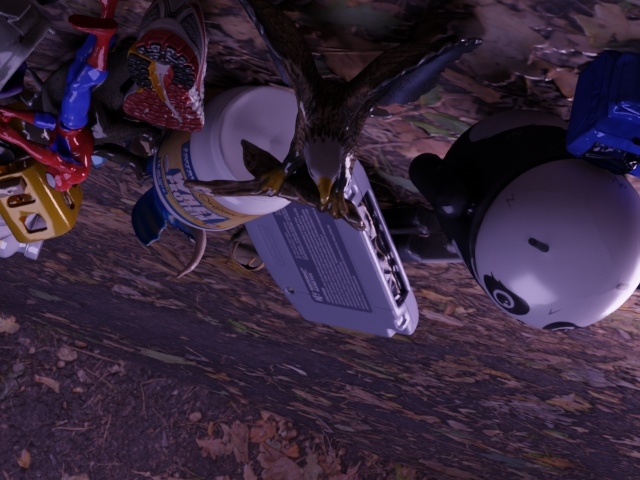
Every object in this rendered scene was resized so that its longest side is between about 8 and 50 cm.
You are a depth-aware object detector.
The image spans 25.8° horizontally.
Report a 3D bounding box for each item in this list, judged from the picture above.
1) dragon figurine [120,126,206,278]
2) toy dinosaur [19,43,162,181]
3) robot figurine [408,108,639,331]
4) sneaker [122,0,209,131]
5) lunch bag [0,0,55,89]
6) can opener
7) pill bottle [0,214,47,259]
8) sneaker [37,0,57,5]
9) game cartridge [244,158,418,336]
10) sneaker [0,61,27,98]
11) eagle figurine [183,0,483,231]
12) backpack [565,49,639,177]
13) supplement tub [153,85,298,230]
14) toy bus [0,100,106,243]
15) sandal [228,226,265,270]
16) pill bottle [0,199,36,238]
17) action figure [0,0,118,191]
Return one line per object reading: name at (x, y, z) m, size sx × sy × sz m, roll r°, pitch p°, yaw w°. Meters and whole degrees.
dragon figurine at (-0.183, -0.042, 1.745) m, size 0.085 × 0.289 × 0.144 m, roll 2°, pitch 142°, yaw -27°
toy dinosaur at (-0.259, -0.152, 1.597) m, size 0.160 × 0.121 × 0.313 m, roll 14°, pitch 168°, yaw -16°
robot figurine at (0.207, -0.023, 1.347) m, size 0.209 × 0.173 × 0.278 m, roll -18°, pitch -156°, yaw -3°
sneaker at (-0.148, -0.179, 1.425) m, size 0.088 × 0.092 × 0.225 m, roll 16°, pitch 160°, yaw -5°
lunch bag at (-0.406, -0.212, 1.354) m, size 0.235 × 0.169 × 0.287 m, roll 38°, pitch 139°, yaw -15°
can opener at (0.137, 0.002, 1.795) m, size 0.095 × 0.076 × 0.283 m, roll 28°, pitch 162°, yaw -33°
pill bottle at (-0.553, -0.031, 2.343) m, size 0.184 × 0.103 × 0.103 m, roll 20°, pitch 164°, yaw -8°
sneaker at (-0.292, -0.278, 1.316) m, size 0.089 × 0.051 × 0.170 m, roll -1°, pitch 160°, yaw 40°
game cartridge at (0.000, 0.000, 1.783) m, size 0.196 × 0.060 × 0.294 m, roll 6°, pitch 138°, yaw 31°
sneaker at (-0.413, -0.220, 1.589) m, size 0.105 × 0.095 × 0.236 m, roll 4°, pitch 166°, yaw 18°
eagle figurine at (0.010, -0.136, 1.332) m, size 0.226 × 0.225 × 0.298 m, roll -19°, pitch 143°, yaw -26°
backpack at (0.291, -0.105, 1.225) m, size 0.120 × 0.098 × 0.101 m, roll 21°, pitch 160°, yaw -12°
supplement tub at (-0.095, -0.093, 1.574) m, size 0.144 × 0.144 × 0.200 m, roll 23°, pitch 163°, yaw -20°
toy bus at (-0.389, -0.091, 1.802) m, size 0.202 × 0.104 × 0.191 m, roll 21°, pitch 129°, yaw -15°
sandal at (-0.107, 0.020, 2.157) m, size 0.072 × 0.049 × 0.180 m, roll 19°, pitch 164°, yaw -7°
pill bottle at (-0.496, -0.074, 2.030) m, size 0.160 × 0.160 × 0.283 m, roll 23°, pitch 163°, yaw -22°
action figure at (-0.292, -0.153, 1.466) m, size 0.139 × 0.091 × 0.280 m, roll 10°, pitch 139°, yaw -8°
